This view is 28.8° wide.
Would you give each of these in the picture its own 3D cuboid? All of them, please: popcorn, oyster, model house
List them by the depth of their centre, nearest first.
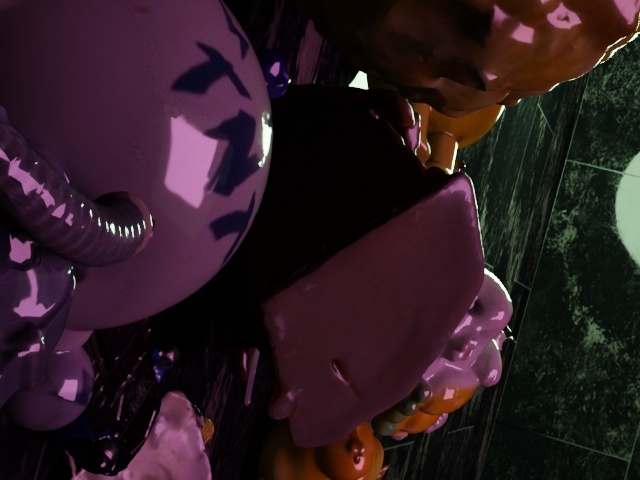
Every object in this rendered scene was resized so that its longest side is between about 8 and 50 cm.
[{"bbox_3d":[-0.149,0.202,0.896,0.163,0.081,0.191,64,34,-24],"label":"oyster"},{"bbox_3d":[0.107,-0.233,0.901,0.274,0.335,0.279,-124,-161,-48],"label":"popcorn"},{"bbox_3d":[0.001,0.001,0.995,0.229,0.219,0.199,-120,-170,-45],"label":"model house"}]

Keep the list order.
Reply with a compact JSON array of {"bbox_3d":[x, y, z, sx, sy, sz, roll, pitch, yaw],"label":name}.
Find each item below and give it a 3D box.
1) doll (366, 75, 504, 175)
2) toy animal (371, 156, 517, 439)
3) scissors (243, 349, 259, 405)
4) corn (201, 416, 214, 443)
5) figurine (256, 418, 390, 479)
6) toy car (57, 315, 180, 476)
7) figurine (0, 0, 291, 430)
[{"bbox_3d":[0.128,-0.212,1.298,0.199,0.145,0.363,52,39,-40],"label":"doll"},{"bbox_3d":[0.112,0.076,1.356,0.310,0.182,0.247,63,8,-65],"label":"toy animal"},{"bbox_3d":[-0.055,0.072,1.167,0.100,0.015,0.189,-43,145,-65],"label":"scissors"},{"bbox_3d":[-0.112,0.166,1.042,0.083,0.028,0.027,-20,118,-74],"label":"corn"},{"bbox_3d":[-0.011,0.259,1.310,0.156,0.131,0.246,2,126,-33],"label":"figurine"},{"bbox_3d":[-0.144,0.066,0.789,0.216,0.063,0.103,88,24,-48],"label":"toy car"},{"bbox_3d":[-0.139,-0.018,0.539,0.382,0.186,0.261,-53,159,-60],"label":"figurine"}]
